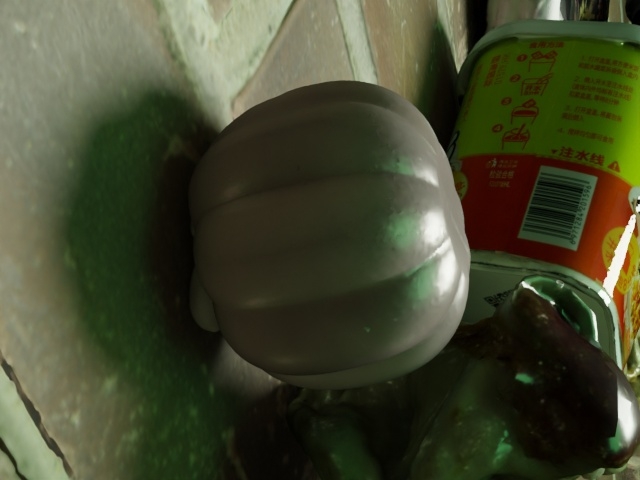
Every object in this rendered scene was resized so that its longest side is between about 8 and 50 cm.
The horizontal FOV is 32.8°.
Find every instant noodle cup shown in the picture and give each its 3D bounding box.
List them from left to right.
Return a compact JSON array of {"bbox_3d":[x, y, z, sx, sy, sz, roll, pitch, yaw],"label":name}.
[{"bbox_3d":[0.231,-0.026,1.091,0.308,0.293,0.294,-62,147,-35],"label":"instant noodle cup"}]

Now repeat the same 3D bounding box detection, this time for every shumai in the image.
[{"bbox_3d":[0.114,0.138,0.740,0.222,0.203,0.272,52,0,3],"label":"shumai"}]

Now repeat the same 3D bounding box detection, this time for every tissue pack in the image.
[{"bbox_3d":[0.279,-0.268,1.362,0.332,0.123,0.245,-20,118,-64],"label":"tissue pack"}]

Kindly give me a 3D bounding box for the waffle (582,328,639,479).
[{"bbox_3d":[0.311,0.125,1.303,0.309,0.056,0.292,44,53,-32],"label":"waffle"}]

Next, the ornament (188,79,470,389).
[{"bbox_3d":[0.000,-0.001,0.632,0.177,0.177,0.178,1,90,-69],"label":"ornament"}]

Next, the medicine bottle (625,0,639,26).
[{"bbox_3d":[0.451,-0.211,1.361,0.242,0.242,0.395,34,67,-65],"label":"medicine bottle"}]
